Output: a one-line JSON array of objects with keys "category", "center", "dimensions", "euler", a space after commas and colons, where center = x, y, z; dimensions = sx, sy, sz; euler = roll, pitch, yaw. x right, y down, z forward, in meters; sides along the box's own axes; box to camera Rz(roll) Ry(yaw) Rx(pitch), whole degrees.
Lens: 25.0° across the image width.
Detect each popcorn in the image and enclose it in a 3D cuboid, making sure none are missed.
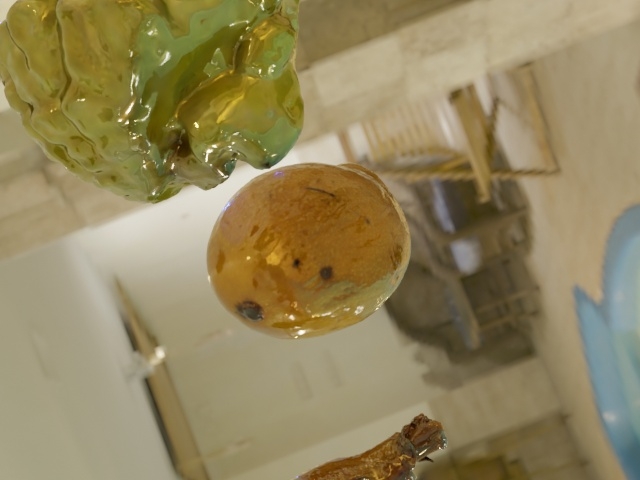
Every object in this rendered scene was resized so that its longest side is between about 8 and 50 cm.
[{"category": "popcorn", "center": [-0.081, -0.106, 0.752], "dimensions": [0.142, 0.174, 0.173], "euler": [-115, 4, -50]}]

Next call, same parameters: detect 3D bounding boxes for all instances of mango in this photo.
[{"category": "mango", "center": [0.002, -0.003, 1.272], "dimensions": [0.157, 0.109, 0.262], "euler": [45, -140, 5]}]

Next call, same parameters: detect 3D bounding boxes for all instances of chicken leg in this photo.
[{"category": "chicken leg", "center": [0.023, 0.223, 1.190], "dimensions": [0.101, 0.207, 0.085], "euler": [51, 171, 24]}]
